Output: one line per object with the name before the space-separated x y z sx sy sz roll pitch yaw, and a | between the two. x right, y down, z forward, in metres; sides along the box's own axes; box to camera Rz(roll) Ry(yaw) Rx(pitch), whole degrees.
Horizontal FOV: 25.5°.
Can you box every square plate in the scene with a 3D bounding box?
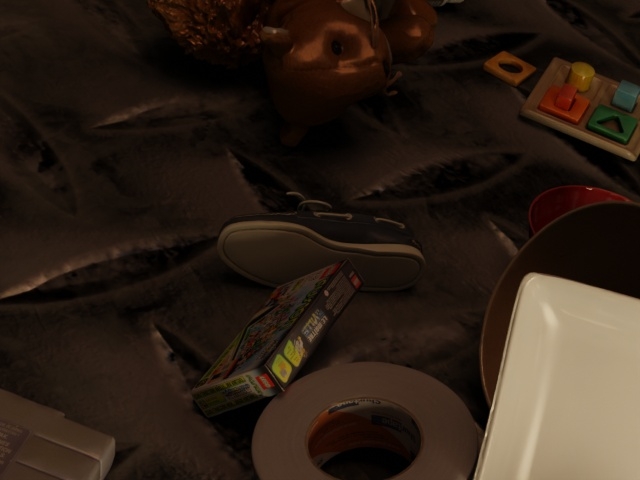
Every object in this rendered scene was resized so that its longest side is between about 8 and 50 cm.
square plate | 0.312 0.230 1.322 0.347 0.344 0.049 13 5 -2

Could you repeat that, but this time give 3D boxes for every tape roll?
tape roll | 0.044 0.218 1.375 0.219 0.072 0.219 -3 37 2

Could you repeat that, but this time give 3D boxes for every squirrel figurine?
squirrel figurine | -0.044 -0.301 1.931 0.397 0.281 0.370 5 47 10

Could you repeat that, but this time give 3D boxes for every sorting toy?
sorting toy | 0.402 -0.206 2.074 0.347 0.047 0.196 24 39 12

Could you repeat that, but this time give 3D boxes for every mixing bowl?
mixing bowl | 0.328 0.026 1.722 0.181 0.098 0.181 9 38 -7

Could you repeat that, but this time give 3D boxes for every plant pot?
plant pot | 0.338 0.122 1.508 0.191 0.284 0.284 25 26 -41

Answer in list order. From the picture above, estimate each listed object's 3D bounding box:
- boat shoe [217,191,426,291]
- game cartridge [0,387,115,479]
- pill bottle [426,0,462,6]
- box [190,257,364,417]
boat shoe | 0.000 0.000 1.653 0.254 0.095 0.079 3 41 -16
game cartridge | -0.394 0.206 1.306 0.355 0.068 0.230 20 35 7
pill bottle | 0.160 -0.406 2.219 0.137 0.078 0.078 -4 42 -22
box | -0.043 0.102 1.503 0.036 0.114 0.207 56 38 -14
